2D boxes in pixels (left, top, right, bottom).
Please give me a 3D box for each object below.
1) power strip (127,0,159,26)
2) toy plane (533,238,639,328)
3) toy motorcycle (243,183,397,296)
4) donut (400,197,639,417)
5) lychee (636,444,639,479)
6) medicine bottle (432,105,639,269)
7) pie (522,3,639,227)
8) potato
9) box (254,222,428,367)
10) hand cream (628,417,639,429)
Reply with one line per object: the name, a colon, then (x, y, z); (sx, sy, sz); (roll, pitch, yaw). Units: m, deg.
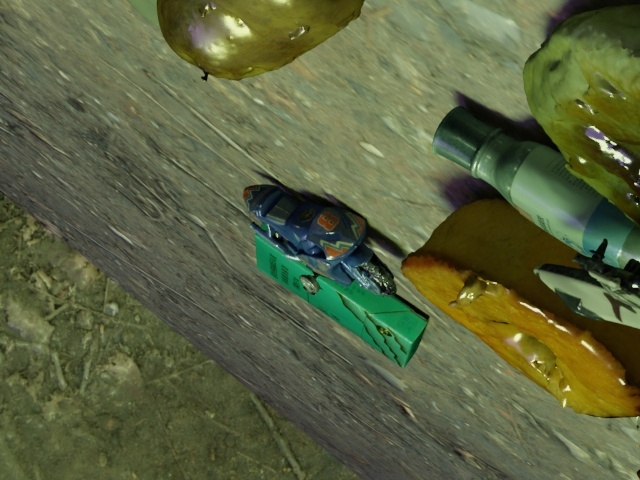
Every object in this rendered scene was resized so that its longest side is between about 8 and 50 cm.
power strip: (-0.178, -0.260, 1.359); (0.270, 0.046, 0.118); (43, 165, -34)
toy plane: (0.216, 0.039, 1.090); (0.160, 0.082, 0.234); (28, -169, -32)
toy motorcycle: (0.000, 0.000, 1.788); (0.205, 0.076, 0.114); (24, 154, 48)
donut: (0.186, 0.062, 1.424); (0.253, 0.118, 0.253); (31, 165, 10)
lychee: (0.356, 0.203, 1.131); (0.304, 0.275, 0.276); (46, 173, 27)
medicine bottle: (0.177, -0.033, 1.235); (0.208, 0.054, 0.090); (33, 177, 24)
pie: (0.243, -0.039, 1.023); (0.306, 0.071, 0.306); (35, 166, 10)
potato: (-0.040, -0.181, 1.122); (0.137, 0.137, 0.176); (41, 145, -22)
box: (0.023, 0.063, 2.009); (0.226, 0.042, 0.161); (34, 168, 7)
hand cream: (0.279, 0.141, 1.678); (0.165, 0.037, 0.057); (35, 170, 38)
